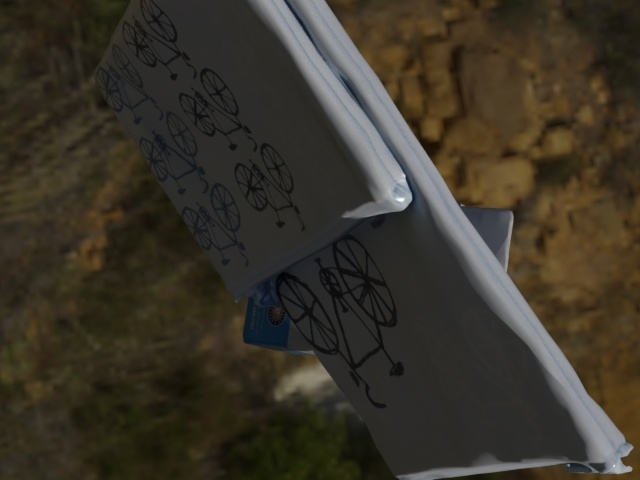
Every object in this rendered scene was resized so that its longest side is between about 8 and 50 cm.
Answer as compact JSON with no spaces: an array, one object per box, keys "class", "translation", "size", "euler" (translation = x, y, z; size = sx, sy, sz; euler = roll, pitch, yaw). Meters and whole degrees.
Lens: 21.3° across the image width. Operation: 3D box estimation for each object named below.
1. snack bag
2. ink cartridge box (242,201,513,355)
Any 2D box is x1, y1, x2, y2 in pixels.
[{"class":"snack bag","translation":[0.000,0.000,0.934],"size":[0.342,0.037,0.323],"euler":[55,-19,-2]},{"class":"ink cartridge box","translation":[0.047,0.028,1.108],"size":[0.060,0.180,0.104],"euler":[23,74,-60]}]
